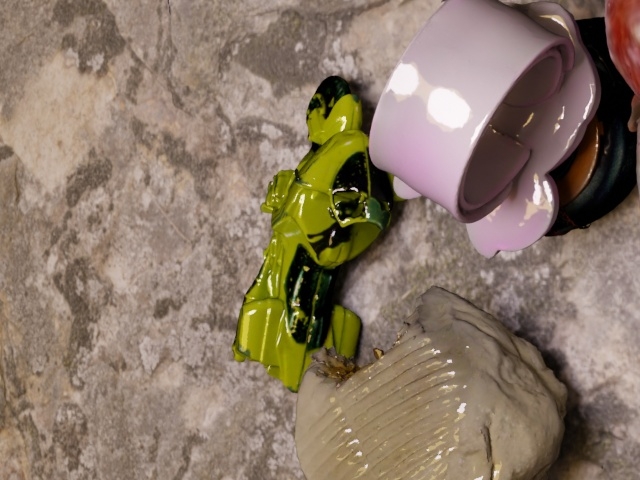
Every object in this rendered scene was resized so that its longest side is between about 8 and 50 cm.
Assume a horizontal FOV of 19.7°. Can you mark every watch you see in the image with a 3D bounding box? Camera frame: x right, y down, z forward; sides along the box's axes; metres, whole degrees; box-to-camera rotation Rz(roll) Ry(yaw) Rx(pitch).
[{"bbox_3d":[0.126,-0.111,1.691,0.211,0.217,0.248,36,113,21],"label":"watch"}]

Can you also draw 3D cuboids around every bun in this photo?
[{"bbox_3d":[0.128,0.201,1.912,0.281,0.204,0.282,-12,72,42],"label":"bun"}]

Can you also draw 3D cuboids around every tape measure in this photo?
[{"bbox_3d":[0.226,-0.116,1.839,0.202,0.135,0.223,-1,96,31],"label":"tape measure"}]

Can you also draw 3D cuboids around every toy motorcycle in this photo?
[{"bbox_3d":[0.002,0.000,2.041,0.206,0.142,0.342,-114,36,-67],"label":"toy motorcycle"}]

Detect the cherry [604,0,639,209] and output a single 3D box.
[{"bbox_3d":[0.401,-0.172,1.574,0.326,0.335,0.291,98,157,-58],"label":"cherry"}]
